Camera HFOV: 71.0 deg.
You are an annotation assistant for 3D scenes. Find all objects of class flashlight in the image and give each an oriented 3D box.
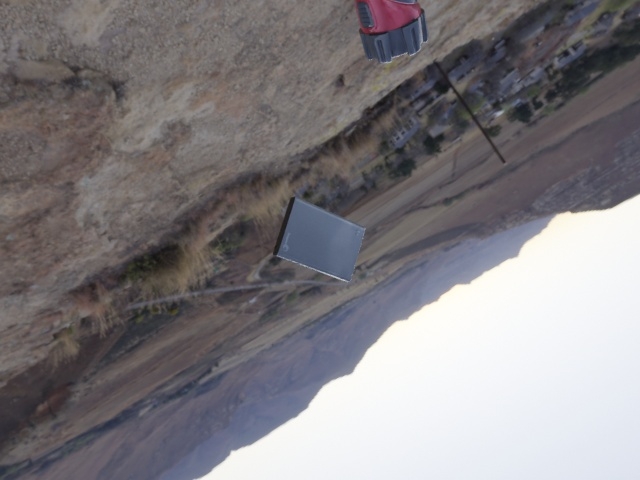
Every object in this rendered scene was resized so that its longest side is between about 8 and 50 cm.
[{"bbox_3d":[0.074,-0.408,0.613,0.104,0.103,0.303,-10,129,14],"label":"flashlight"}]

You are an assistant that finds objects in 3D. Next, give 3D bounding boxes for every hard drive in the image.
[{"bbox_3d":[0.000,0.000,0.699,0.135,0.094,0.022,22,168,-27],"label":"hard drive"}]
